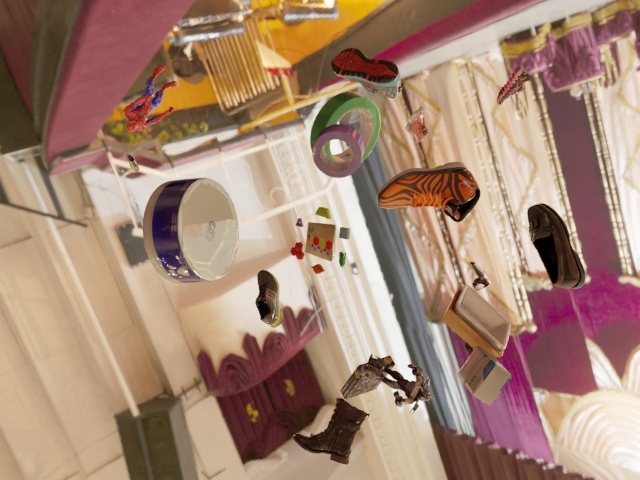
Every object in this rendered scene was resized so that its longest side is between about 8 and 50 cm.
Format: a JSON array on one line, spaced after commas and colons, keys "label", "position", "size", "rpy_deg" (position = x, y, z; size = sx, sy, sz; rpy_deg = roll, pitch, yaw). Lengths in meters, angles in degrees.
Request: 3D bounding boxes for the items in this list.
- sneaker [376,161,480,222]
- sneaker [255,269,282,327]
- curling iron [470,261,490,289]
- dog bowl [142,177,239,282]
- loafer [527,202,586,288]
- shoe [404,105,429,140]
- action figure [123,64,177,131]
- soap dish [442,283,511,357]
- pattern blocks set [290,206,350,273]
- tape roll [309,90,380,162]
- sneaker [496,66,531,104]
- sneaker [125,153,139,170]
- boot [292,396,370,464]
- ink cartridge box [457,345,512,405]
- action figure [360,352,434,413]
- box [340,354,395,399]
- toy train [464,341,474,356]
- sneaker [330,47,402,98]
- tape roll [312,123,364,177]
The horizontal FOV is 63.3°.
[{"label": "sneaker", "position": [0.345, -0.134, 1.600], "size": [0.321, 0.125, 0.180], "rpy_deg": [-18, -128, -6]}, {"label": "sneaker", "position": [-0.265, 0.276, 2.557], "size": [0.111, 0.300, 0.121], "rpy_deg": [-26, 152, 19]}, {"label": "curling iron", "position": [0.594, 0.133, 1.950], "size": [0.068, 0.035, 0.274], "rpy_deg": [-27, 152, 11]}, {"label": "dog bowl", "position": [-0.318, -0.025, 1.314], "size": [0.104, 0.265, 0.265], "rpy_deg": [-3, -164, 23]}, {"label": "loafer", "position": [0.623, 0.008, 1.410], "size": [0.084, 0.268, 0.096], "rpy_deg": [-2, 146, -19]}, {"label": "shoe", "position": [0.360, -0.417, 1.868], "size": [0.063, 0.081, 0.178], "rpy_deg": [-43, 174, -8]}, {"label": "action figure", "position": [-0.468, -0.410, 1.488], "size": [0.139, 0.091, 0.280], "rpy_deg": [-11, -136, 27]}, {"label": "soap dish", "position": [0.666, 0.348, 2.224], "size": [0.118, 0.291, 0.229], "rpy_deg": [-51, 175, 35]}, {"label": "pattern blocks set", "position": [0.000, 0.000, 2.187], "size": [0.026, 0.285, 0.325], "rpy_deg": [-5, -156, -42]}, {"label": "tape roll", "position": [0.105, -0.443, 2.129], "size": [0.321, 0.321, 0.077], "rpy_deg": [-25, -135, -28]}, {"label": "sneaker", "position": [0.537, -0.420, 1.441], "size": [0.119, 0.057, 0.047], "rpy_deg": [121, -10, -48]}, {"label": "sneaker", "position": [-0.792, -0.327, 2.188], "size": [0.032, 0.083, 0.037], "rpy_deg": [-40, -152, -21]}, {"label": "boot", "position": [0.043, 0.733, 2.053], "size": [0.262, 0.229, 0.091], "rpy_deg": [18, 169, 8]}, {"label": "ink cartridge box", "position": [0.630, 0.518, 2.009], "size": [0.148, 0.086, 0.203], "rpy_deg": [-57, -175, 7]}, {"label": "action figure", "position": [0.295, 0.536, 1.965], "size": [0.285, 0.099, 0.185], "rpy_deg": [23, -136, 21]}, {"label": "box", "position": [0.202, 0.590, 2.228], "size": [0.175, 0.051, 0.220], "rpy_deg": [-9, 142, -32]}, {"label": "toy train", "position": [0.647, 0.484, 2.210], "size": [0.036, 0.027, 0.158], "rpy_deg": [-44, -158, 17]}, {"label": "sneaker", "position": [0.141, -0.510, 1.630], "size": [0.262, 0.125, 0.104], "rpy_deg": [35, -98, 33]}, {"label": "tape roll", "position": [0.068, -0.336, 1.955], "size": [0.189, 0.189, 0.080], "rpy_deg": [-15, -152, 22]}]
